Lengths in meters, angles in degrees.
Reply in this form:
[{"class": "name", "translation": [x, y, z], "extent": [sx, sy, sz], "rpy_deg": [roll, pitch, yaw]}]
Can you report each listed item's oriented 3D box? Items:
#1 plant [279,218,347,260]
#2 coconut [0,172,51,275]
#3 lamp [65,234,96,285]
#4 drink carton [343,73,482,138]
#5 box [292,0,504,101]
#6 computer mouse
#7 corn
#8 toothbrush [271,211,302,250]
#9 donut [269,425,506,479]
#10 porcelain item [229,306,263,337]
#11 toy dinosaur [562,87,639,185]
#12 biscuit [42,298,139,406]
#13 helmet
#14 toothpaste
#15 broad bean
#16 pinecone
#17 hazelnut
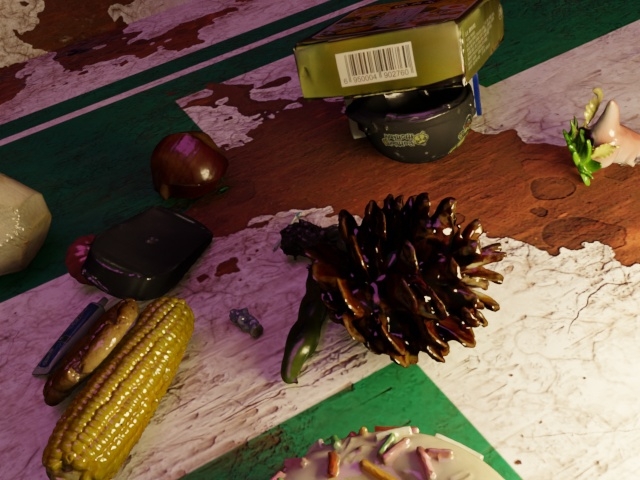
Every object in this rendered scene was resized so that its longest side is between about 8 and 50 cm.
[{"class": "plant", "translation": [0.000, 0.000, 1.318], "extent": [0.174, 0.087, 0.085], "rpy_deg": [5, 15, 19]}, {"class": "coconut", "translation": [-0.721, -0.042, 1.492], "extent": [0.241, 0.241, 0.241], "rpy_deg": [-10, 36, 7]}, {"class": "lamp", "translation": [-0.466, 0.040, 1.405], "extent": [0.092, 0.107, 0.107], "rpy_deg": [-37, 16, 44]}, {"class": "drink carton", "translation": [0.217, -0.343, 1.647], "extent": [0.315, 0.130, 0.106], "rpy_deg": [-9, 26, 9]}, {"class": "box", "translation": [0.193, -0.451, 1.571], "extent": [0.373, 0.138, 0.420], "rpy_deg": [0, 28, 27]}, {"class": "computer mouse", "translation": [-0.344, 0.033, 1.375], "extent": [0.168, 0.087, 0.295], "rpy_deg": [26, 33, 12]}, {"class": "corn", "translation": [-0.301, 0.230, 1.073], "extent": [0.120, 0.120, 0.363], "rpy_deg": [3, 41, 23]}, {"class": "toothbrush", "translation": [-0.070, -0.020, 1.421], "extent": [0.013, 0.011, 0.131], "rpy_deg": [-14, 30, 39]}, {"class": "donut", "translation": [0.070, 0.361, 0.745], "extent": [0.383, 0.142, 0.382], "rpy_deg": [-9, 35, 7]}, {"class": "porcelain item", "translation": [-0.132, 0.142, 1.211], "extent": [0.036, 0.028, 0.083], "rpy_deg": [-16, 30, -31]}, {"class": "toy dinosaur", "translation": [0.567, -0.184, 1.299], "extent": [0.177, 0.194, 0.152], "rpy_deg": [-26, 22, 22]}, {"class": "biscuit", "translation": [-0.382, 0.180, 1.141], "extent": [0.226, 0.042, 0.226], "rpy_deg": [-43, 14, 13]}, {"class": "helmet", "translation": [0.205, -0.252, 1.509], "extent": [0.279, 0.160, 0.230], "rpy_deg": [-4, 34, 26]}, {"class": "toothpaste", "translation": [-0.458, 0.175, 1.279], "extent": [0.057, 0.034, 0.197], "rpy_deg": [-8, 34, 37]}, {"class": "broad bean", "translation": [-0.017, 0.128, 1.175], "extent": [0.060, 0.043, 0.297], "rpy_deg": [-13, 33, 21]}, {"class": "pinecone", "translation": [0.133, 0.050, 1.054], "extent": [0.296, 0.242, 0.298], "rpy_deg": [-12, 30, 7]}, {"class": "hazelnut", "translation": [-0.311, -0.175, 1.616], "extent": [0.170, 0.160, 0.202], "rpy_deg": [-15, -4, -21]}]
